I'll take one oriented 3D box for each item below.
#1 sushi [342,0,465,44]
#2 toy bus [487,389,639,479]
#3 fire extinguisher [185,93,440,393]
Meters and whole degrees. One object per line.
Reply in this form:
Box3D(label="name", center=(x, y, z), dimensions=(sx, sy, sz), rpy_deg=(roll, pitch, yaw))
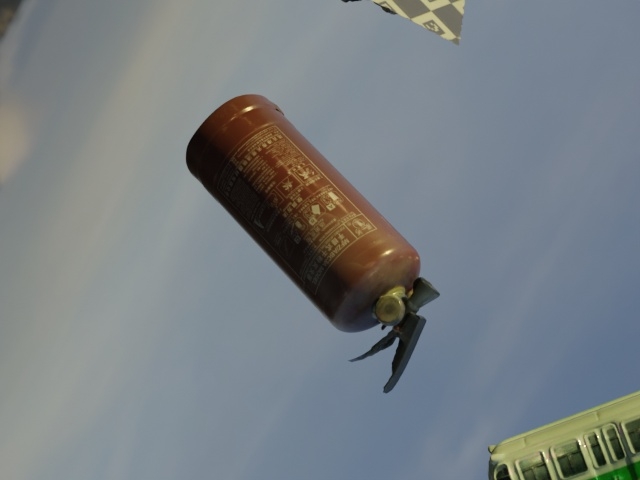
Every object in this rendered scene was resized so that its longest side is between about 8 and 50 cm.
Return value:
Box3D(label="sushi", center=(0.045, -0.188, 1.206), dimensions=(0.026, 0.120, 0.126), rpy_deg=(-54, -162, 39))
Box3D(label="toy bus", center=(0.322, 0.255, 1.855), dimensions=(0.276, 0.164, 0.133), rpy_deg=(-22, 169, 10))
Box3D(label="fire extinguisher", center=(0.000, 0.000, 1.423), dimensions=(0.105, 0.269, 0.105), rpy_deg=(-33, 152, -20))
